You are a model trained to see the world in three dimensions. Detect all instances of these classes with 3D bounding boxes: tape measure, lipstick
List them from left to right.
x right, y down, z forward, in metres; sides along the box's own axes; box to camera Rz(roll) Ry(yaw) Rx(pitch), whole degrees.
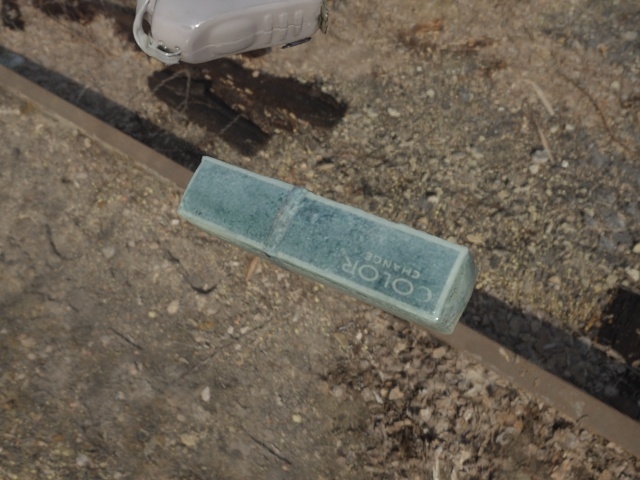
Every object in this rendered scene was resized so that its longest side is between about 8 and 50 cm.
[{"bbox_3d":[-0.132,-0.328,0.735,0.236,0.120,0.197,-18,77,-10],"label":"tape measure"},{"bbox_3d":[0.000,0.000,0.540,0.290,0.076,0.077,22,80,29],"label":"lipstick"}]
